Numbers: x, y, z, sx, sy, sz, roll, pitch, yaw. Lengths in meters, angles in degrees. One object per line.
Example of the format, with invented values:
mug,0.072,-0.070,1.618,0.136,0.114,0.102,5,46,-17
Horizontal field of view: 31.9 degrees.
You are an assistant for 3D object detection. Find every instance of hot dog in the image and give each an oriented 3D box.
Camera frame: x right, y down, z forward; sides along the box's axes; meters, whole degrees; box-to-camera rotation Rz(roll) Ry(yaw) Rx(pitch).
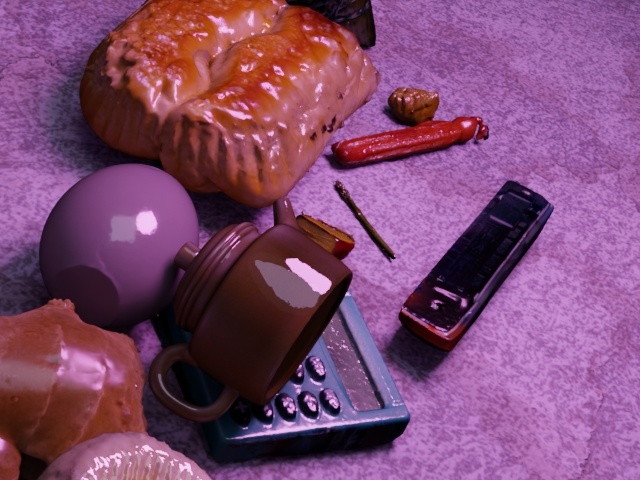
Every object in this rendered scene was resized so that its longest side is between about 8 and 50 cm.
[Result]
hot dog,-0.143,-0.205,1.577,0.367,0.196,0.365,25,36,7

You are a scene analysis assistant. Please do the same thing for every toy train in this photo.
toy train,0.219,0.041,1.578,0.086,0.089,0.409,31,40,13

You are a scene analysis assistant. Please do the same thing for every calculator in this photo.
calculator,-0.044,0.142,1.345,0.274,0.058,0.248,-1,46,-28

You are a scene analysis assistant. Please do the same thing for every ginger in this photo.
ginger,-0.361,0.173,1.123,0.375,0.166,0.236,-1,80,-2

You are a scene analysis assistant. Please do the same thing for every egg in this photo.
egg,-0.230,0.001,1.307,0.176,0.176,0.232,25,29,-2

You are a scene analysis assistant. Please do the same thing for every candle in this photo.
candle,0.144,-0.162,1.795,0.329,0.048,0.051,-14,13,-39

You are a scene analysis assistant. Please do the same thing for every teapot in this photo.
teapot,-0.090,0.071,1.219,0.175,0.185,0.268,33,72,11

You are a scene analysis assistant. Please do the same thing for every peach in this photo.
peach,0.000,0.000,1.530,0.083,0.050,0.077,26,15,-15

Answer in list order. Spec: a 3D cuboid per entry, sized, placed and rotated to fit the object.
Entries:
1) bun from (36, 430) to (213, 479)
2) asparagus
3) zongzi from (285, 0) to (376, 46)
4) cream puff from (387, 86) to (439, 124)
bun,-0.190,0.297,1.020,0.243,0.153,0.244,26,49,-33
asparagus,0.064,-0.030,1.630,0.016,0.013,0.166,-36,59,-2
zongzi,-0.052,-0.451,1.795,0.319,0.383,0.362,21,53,5
cream puff,0.155,-0.222,1.853,0.083,0.058,0.083,4,-4,34
